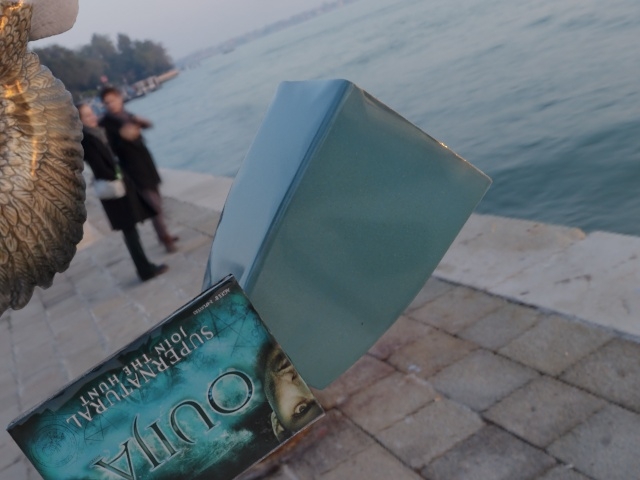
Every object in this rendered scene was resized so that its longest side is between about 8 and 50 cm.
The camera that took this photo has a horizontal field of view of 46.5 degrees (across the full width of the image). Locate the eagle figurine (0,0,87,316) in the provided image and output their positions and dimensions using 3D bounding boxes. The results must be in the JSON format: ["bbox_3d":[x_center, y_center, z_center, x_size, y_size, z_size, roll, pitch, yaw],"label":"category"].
[{"bbox_3d":[-0.303,-0.108,0.605,0.226,0.298,0.225,-2,-37,-33],"label":"eagle figurine"}]

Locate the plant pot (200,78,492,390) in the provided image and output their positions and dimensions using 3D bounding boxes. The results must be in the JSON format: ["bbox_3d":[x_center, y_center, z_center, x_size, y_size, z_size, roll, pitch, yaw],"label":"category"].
[{"bbox_3d":[0.000,0.000,0.674,0.234,0.165,0.165,-62,25,-2],"label":"plant pot"}]

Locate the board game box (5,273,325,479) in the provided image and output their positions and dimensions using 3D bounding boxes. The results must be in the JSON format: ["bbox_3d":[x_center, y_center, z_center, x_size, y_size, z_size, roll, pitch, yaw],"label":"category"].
[{"bbox_3d":[-0.106,0.127,0.535,0.186,0.126,0.026,-34,8,-8],"label":"board game box"}]
